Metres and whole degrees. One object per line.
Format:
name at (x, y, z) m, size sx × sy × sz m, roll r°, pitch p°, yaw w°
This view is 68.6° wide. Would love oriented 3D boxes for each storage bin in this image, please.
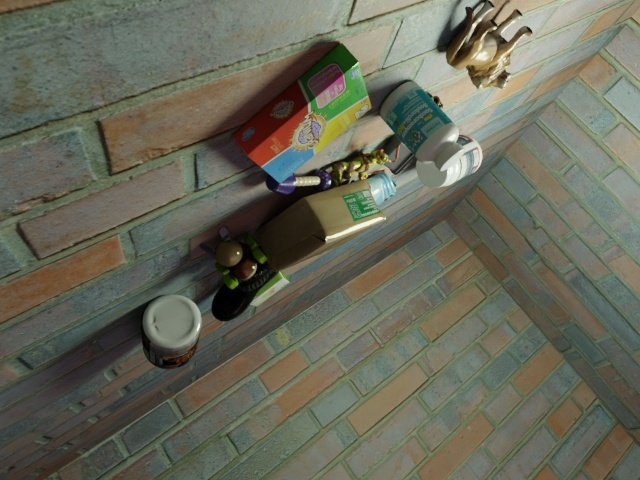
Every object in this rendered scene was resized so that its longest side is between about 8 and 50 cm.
storage bin at (0.273, -0.325, 1.710) m, size 0.091 × 0.098 × 0.135 m, roll 20°, pitch 127°, yaw -40°

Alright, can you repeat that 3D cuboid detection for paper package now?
paper package at (0.003, -0.051, 1.595) m, size 0.324 × 0.168 × 0.309 m, roll -21°, pitch 174°, yaw -43°

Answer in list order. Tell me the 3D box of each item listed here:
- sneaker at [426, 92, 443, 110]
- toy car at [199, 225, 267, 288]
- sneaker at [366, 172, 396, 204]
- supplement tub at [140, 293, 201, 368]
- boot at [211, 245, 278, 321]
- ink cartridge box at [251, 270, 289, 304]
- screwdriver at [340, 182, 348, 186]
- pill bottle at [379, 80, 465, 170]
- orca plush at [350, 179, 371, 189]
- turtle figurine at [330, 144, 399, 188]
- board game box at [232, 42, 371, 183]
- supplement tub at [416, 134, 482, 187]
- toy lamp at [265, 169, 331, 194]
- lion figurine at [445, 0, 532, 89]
sneaker at (0.383, -0.433, 1.602) m, size 0.108 × 0.100 × 0.271 m, roll -50°, pitch 162°, yaw 23°
toy car at (-0.290, 0.033, 1.474) m, size 0.155 × 0.149 × 0.188 m, roll -41°, pitch 137°, yaw 1°
sneaker at (0.215, -0.165, 1.967) m, size 0.208 × 0.127 × 0.319 m, roll -30°, pitch 164°, yaw -22°
supplement tub at (-0.519, 0.329, 1.628) m, size 0.193 × 0.194 × 0.316 m, roll -29°, pitch 164°, yaw -29°
boot at (-0.301, 0.160, 1.727) m, size 0.348 × 0.131 × 0.260 m, roll -48°, pitch 172°, yaw -1°
ink cartridge box at (-0.254, 0.181, 1.981) m, size 0.188 × 0.097 × 0.255 m, roll -37°, pitch 166°, yaw -1°
screwdriver at (0.045, -0.158, 1.789) m, size 0.170 × 0.025 × 0.024 m, roll -45°, pitch 163°, yaw 25°
pill bottle at (0.308, -0.333, 1.395) m, size 0.146 × 0.264 × 0.146 m, roll -35°, pitch 165°, yaw -11°
orca plush at (0.102, -0.142, 1.780) m, size 0.102 × 0.151 × 0.287 m, roll -20°, pitch -176°, yaw -18°
turtle figurine at (0.142, -0.259, 1.579) m, size 0.217 × 0.087 × 0.269 m, roll -22°, pitch 177°, yaw -17°
board game box at (-0.032, -0.290, 1.133) m, size 0.316 × 0.064 × 0.242 m, roll -39°, pitch 165°, yaw 6°
supplement tub at (0.575, -0.354, 2.097) m, size 0.272 × 0.191 × 0.191 m, roll -26°, pitch 162°, yaw -36°
toy lamp at (-0.065, -0.174, 1.387) m, size 0.080 × 0.080 × 0.274 m, roll -44°, pitch 164°, yaw 25°
lion figurine at (0.468, -0.564, 1.390) m, size 0.391 × 0.142 × 0.240 m, roll -5°, pitch 156°, yaw -39°
